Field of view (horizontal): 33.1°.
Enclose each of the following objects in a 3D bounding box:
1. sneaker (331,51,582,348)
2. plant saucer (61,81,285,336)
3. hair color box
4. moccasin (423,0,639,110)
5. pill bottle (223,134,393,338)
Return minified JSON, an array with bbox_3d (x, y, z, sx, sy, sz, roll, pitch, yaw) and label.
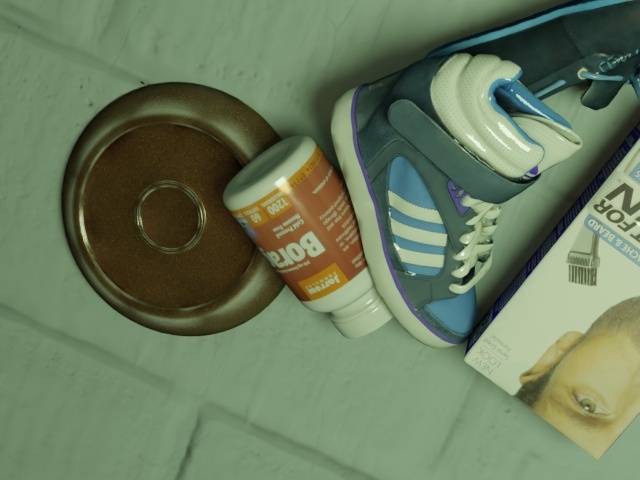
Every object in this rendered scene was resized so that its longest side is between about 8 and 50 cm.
[{"bbox_3d":[0.164,-0.035,1.104,0.236,0.130,0.323,-9,112,37],"label":"sneaker"},{"bbox_3d":[-0.173,-0.031,1.279,0.310,0.050,0.311,2,102,12],"label":"plant saucer"},{"bbox_3d":[0.327,0.042,1.148,0.185,0.110,0.339,36,107,3],"label":"hair color box"},{"bbox_3d":[0.277,-0.191,1.119,0.342,0.137,0.117,-13,102,29],"label":"moccasin"},{"bbox_3d":[0.000,0.000,1.192,0.121,0.121,0.216,-32,108,16],"label":"pill bottle"}]
